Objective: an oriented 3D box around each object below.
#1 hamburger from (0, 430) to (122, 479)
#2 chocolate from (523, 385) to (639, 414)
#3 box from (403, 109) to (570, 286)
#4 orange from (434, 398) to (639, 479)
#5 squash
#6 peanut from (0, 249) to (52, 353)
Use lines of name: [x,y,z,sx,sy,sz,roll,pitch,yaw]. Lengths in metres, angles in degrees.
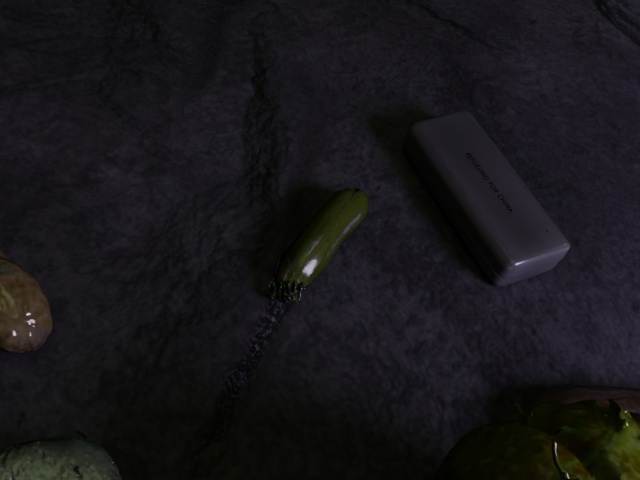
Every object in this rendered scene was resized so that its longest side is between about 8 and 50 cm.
hamburger: [-0.234,0.231,0.599,0.140,0.062,0.133,10,54,-6]
chocolate: [0.333,0.210,0.699,0.261,0.083,0.161,1,56,-10]
box: [0.203,-0.059,0.890,0.103,0.055,0.244,-16,59,-20]
orange: [0.196,0.263,0.536,0.301,0.223,0.300,4,91,-21]
squash: [0.000,0.000,0.817,0.052,0.052,0.183,32,59,13]
peanut: [-0.335,0.042,0.706,0.174,0.080,0.080,40,58,16]
